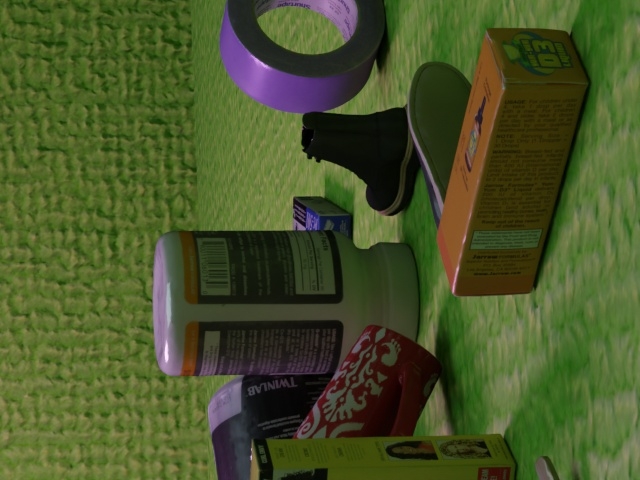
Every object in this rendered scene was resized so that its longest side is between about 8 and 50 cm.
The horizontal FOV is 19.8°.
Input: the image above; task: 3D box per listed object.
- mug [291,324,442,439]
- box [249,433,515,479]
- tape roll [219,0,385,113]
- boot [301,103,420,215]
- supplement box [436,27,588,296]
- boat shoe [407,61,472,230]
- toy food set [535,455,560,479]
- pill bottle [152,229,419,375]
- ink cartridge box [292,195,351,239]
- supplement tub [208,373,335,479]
[{"bbox_3d":[0.059,0.184,1.858,0.169,0.150,0.113,-59,-42,-17],"label":"mug"},{"bbox_3d":[0.053,0.224,1.642,0.058,0.232,0.087,-111,24,-63],"label":"box"},{"bbox_3d":[-0.022,-0.249,2.166,0.080,0.189,0.189,109,158,-60],"label":"tape roll"},{"bbox_3d":[0.034,-0.092,2.002,0.198,0.137,0.076,106,161,-58],"label":"boot"},{"bbox_3d":[0.155,-0.061,1.513,0.078,0.080,0.233,-102,14,-45],"label":"supplement box"},{"bbox_3d":[0.118,-0.072,1.722,0.065,0.075,0.206,112,151,-57],"label":"boat shoe"},{"bbox_3d":[0.148,0.271,1.482,0.192,0.039,0.132,-62,38,38],"label":"toy food set"},{"bbox_3d":[-0.041,0.068,2.024,0.162,0.279,0.162,180,90,-79],"label":"pill bottle"},{"bbox_3d":[0.000,0.000,2.446,0.207,0.046,0.097,-144,54,-77],"label":"ink cartridge box"},{"bbox_3d":[-0.014,0.311,2.085,0.193,0.194,0.316,111,152,-63],"label":"supplement tub"}]
